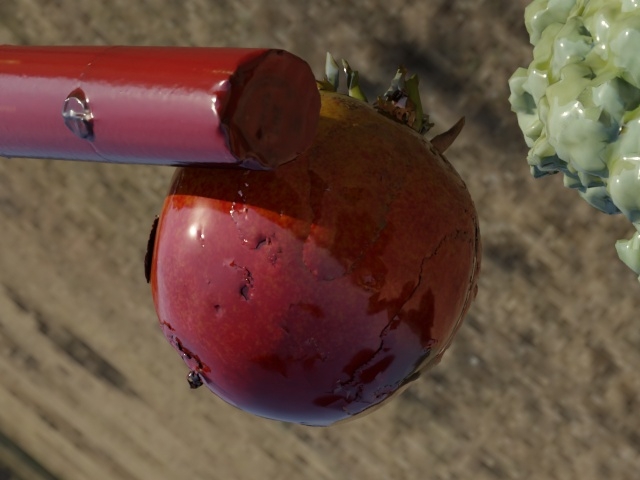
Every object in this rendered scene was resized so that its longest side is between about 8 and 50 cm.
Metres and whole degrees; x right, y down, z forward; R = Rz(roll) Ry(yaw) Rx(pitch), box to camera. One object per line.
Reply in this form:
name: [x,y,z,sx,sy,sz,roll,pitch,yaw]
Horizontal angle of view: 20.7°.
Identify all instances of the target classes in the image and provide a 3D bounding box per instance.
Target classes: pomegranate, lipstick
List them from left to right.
lipstick: [-0.113,-0.077,0.999,0.279,0.073,0.073,6,145,50]
pomegranate: [0.000,0.000,1.080,0.210,0.235,0.210,19,153,10]

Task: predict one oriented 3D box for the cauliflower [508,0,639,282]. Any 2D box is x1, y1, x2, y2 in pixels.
cauliflower: [0.182,-0.079,0.698,0.260,0.327,0.281,54,137,5]
